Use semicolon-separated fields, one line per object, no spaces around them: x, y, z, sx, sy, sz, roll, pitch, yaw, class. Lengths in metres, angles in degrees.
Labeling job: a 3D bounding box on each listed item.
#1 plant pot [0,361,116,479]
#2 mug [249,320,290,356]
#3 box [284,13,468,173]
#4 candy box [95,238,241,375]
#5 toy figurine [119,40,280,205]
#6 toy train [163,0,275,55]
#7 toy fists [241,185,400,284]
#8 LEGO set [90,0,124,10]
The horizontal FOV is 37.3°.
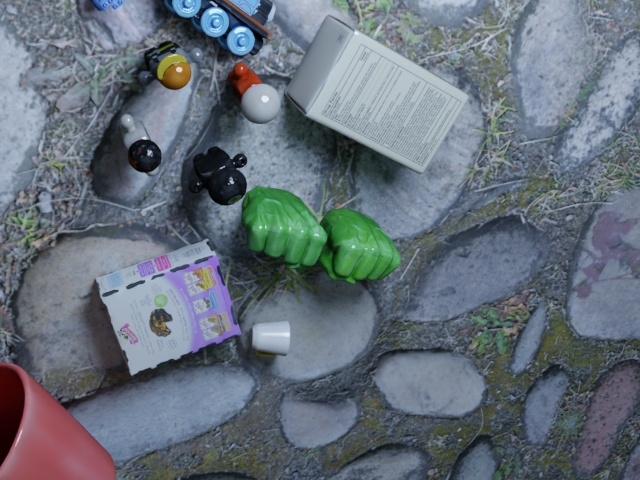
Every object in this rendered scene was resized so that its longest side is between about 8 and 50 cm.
-0.476;0.369;1.506;0.275;0.275;0.243;-43;130;3;plant pot
-0.091;0.177;1.660;0.064;0.062;0.078;4;107;-13;mug
0.087;-0.229;1.489;0.232;0.127;0.149;24;105;-28;box
-0.249;0.110;1.561;0.196;0.070;0.165;-20;120;-11;candy box
-0.183;-0.175;1.402;0.209;0.148;0.213;19;107;-27;toy figurine
-0.144;-0.347;1.376;0.184;0.080;0.105;31;95;-29;toy train
0.000;0.000;1.558;0.279;0.142;0.096;16;108;-26;toy fists
-0.266;-0.383;1.302;0.227;0.093;0.087;-38;121;0;LEGO set
